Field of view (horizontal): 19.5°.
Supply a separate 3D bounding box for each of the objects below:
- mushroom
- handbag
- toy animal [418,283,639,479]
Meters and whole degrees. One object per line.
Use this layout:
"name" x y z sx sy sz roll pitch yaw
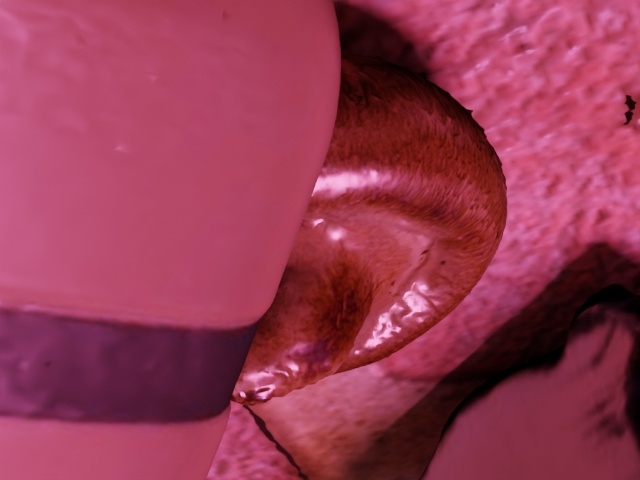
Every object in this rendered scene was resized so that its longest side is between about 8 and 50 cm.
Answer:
"mushroom" -0.005 -0.005 0.547 0.109 0.085 0.126 -48 145 -10
"handbag" -0.135 -0.044 0.341 0.302 0.149 0.283 11 110 -42
"toy animal" 0.169 0.151 0.732 0.267 0.212 0.212 20 136 -31
